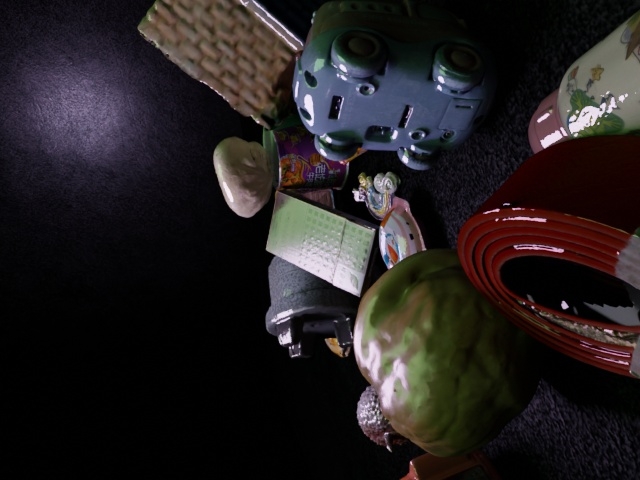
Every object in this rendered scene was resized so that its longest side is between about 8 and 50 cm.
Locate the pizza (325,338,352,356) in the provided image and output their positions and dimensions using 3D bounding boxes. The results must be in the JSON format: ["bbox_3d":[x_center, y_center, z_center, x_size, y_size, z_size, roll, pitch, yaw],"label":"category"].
[{"bbox_3d":[0.042,0.240,1.670,0.189,0.071,0.296,-136,38,-65],"label":"pizza"}]

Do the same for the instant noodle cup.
[{"bbox_3d":[-0.050,-0.250,1.433,0.251,0.190,0.250,169,90,-74],"label":"instant noodle cup"}]

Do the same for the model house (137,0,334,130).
[{"bbox_3d":[-0.138,-0.569,1.269,0.400,0.395,0.445,-51,14,20],"label":"model house"}]

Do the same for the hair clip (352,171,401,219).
[{"bbox_3d":[0.135,-0.103,1.178,0.172,0.049,0.115,21,135,62],"label":"hair clip"}]

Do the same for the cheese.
[{"bbox_3d":[0.179,0.048,1.067,0.189,0.074,0.285,-134,35,-65],"label":"cheese"}]

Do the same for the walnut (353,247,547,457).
[{"bbox_3d":[0.187,0.145,0.757,0.296,0.286,0.284,-83,-14,-76],"label":"walnut"}]

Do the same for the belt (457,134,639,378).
[{"bbox_3d":[0.271,0.019,0.488,0.227,0.115,0.324,48,166,-9],"label":"belt"}]

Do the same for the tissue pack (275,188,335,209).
[{"bbox_3d":[-0.048,-0.082,1.644,0.271,0.134,0.192,-150,50,-70],"label":"tissue pack"}]

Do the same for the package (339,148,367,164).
[{"bbox_3d":[0.093,-0.297,1.080,0.288,0.109,0.223,166,99,-67],"label":"package"}]

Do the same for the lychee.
[{"bbox_3d":[0.163,0.410,1.194,0.197,0.165,0.165,-69,-13,-47],"label":"lychee"}]

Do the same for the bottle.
[{"bbox_3d":[0.294,-0.137,0.466,0.253,0.121,0.120,131,126,-71],"label":"bottle"}]

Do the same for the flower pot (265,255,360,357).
[{"bbox_3d":[-0.006,0.190,1.480,0.299,0.300,0.282,106,162,-58],"label":"flower pot"}]

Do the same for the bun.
[{"bbox_3d":[-0.195,-0.183,1.390,0.231,0.133,0.230,-13,-90,-79],"label":"bun"}]

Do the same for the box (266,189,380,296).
[{"bbox_3d":[0.001,-0.001,1.329,0.325,0.047,0.180,24,111,33],"label":"box"}]

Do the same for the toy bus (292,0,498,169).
[{"bbox_3d":[0.107,-0.261,0.779,0.197,0.295,0.231,103,169,-58],"label":"toy bus"}]

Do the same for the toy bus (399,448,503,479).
[{"bbox_3d":[0.271,0.547,0.803,0.426,0.203,0.232,-121,17,-49],"label":"toy bus"}]
